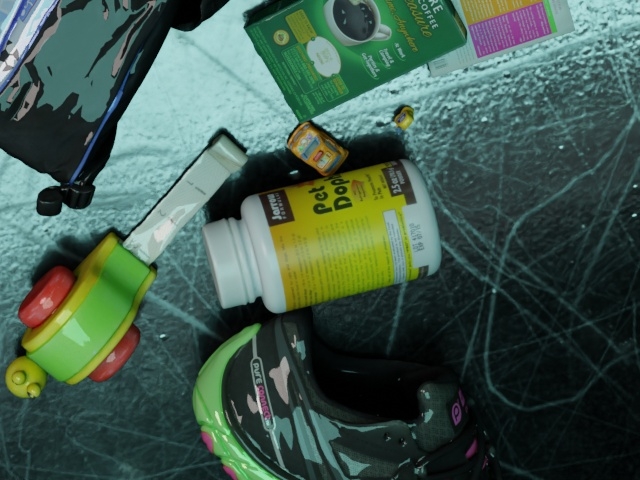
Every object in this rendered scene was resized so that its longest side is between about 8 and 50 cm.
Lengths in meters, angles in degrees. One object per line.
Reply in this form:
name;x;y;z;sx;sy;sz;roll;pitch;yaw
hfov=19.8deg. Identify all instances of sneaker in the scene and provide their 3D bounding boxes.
sneaker;0.104;0.236;1.821;0.483;0.185;0.202;35;107;-15

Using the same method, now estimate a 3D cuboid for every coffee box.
coffee box;0.034;-0.198;1.728;0.184;0.040;0.113;-26;109;17

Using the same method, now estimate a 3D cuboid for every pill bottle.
pill bottle;0.000;0.000;1.758;0.215;0.117;0.117;-14;109;-6

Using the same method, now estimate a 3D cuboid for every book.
book;0.161;-0.222;1.749;0.144;0.035;0.096;-17;110;4

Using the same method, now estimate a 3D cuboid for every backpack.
backpack;-0.218;-0.198;1.612;0.213;0.263;0.276;35;101;-9

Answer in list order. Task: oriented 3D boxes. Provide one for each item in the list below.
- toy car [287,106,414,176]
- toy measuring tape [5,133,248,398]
toy car;0.029;-0.106;1.774;0.122;0.040;0.060;-34;108;8
toy measuring tape;-0.191;0.038;1.770;0.121;0.121;0.330;41;101;-15
